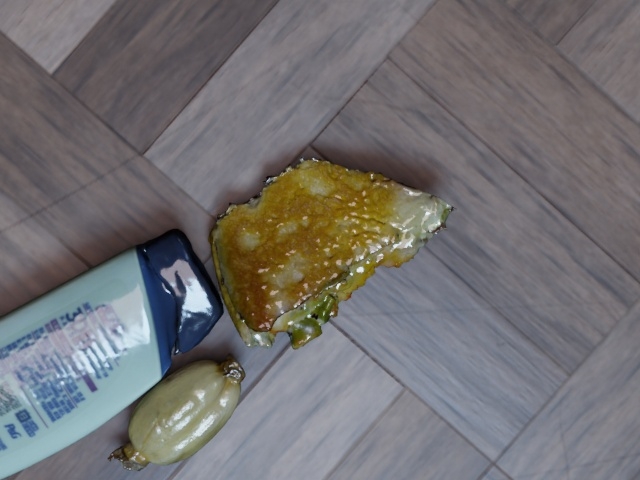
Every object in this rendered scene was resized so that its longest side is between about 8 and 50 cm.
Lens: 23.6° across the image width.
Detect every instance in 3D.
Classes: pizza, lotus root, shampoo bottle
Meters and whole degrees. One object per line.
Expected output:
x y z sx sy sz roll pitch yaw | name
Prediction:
0.000 0.000 1.413 0.226 0.069 0.147 -37 71 -4 | pizza
-0.130 0.162 1.414 0.150 0.062 0.073 -40 116 1 | lotus root
-0.257 0.126 1.400 0.359 0.078 0.134 -28 99 -1 | shampoo bottle
